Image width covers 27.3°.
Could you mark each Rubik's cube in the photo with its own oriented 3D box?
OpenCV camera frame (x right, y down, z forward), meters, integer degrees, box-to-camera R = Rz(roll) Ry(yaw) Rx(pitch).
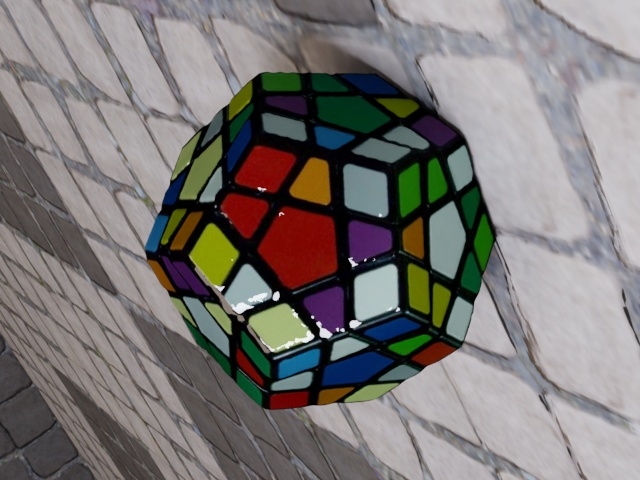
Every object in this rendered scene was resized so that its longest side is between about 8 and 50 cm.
[{"bbox_3d":[0.000,0.000,0.501,0.133,0.133,0.112,97,158,-63],"label":"Rubik's cube"}]
